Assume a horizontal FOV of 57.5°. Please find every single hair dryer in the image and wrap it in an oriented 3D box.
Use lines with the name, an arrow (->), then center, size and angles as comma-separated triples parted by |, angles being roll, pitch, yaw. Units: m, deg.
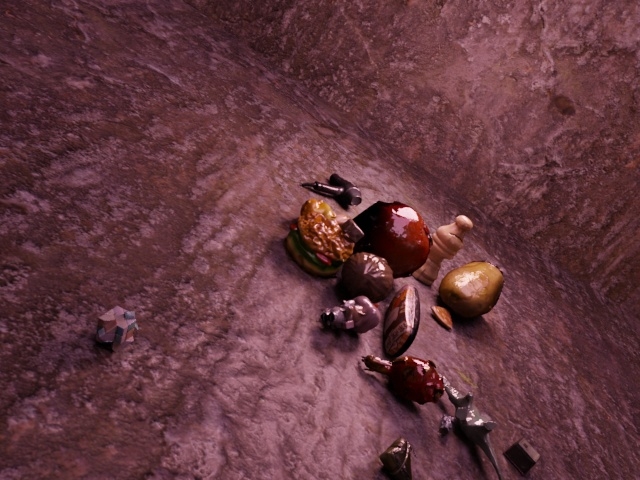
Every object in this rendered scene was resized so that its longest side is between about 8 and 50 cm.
hair dryer -> 0.031, -0.236, 2.456 | 0.271, 0.091, 0.235 | 11, 26, -34

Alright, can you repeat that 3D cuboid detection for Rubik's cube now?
Rubik's cube -> -0.418, 0.187, 1.209 | 0.073, 0.075, 0.084 | 22, 39, 9

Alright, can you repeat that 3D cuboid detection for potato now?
potato -> 0.568, 0.202, 2.258 | 0.266, 0.229, 0.229 | -19, 58, -41

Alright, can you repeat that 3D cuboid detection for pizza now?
pizza -> 0.452, 0.289, 2.145 | 0.100, 0.029, 0.099 | 11, 44, -37

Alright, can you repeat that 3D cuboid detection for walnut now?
walnut -> 0.149, 0.118, 1.882 | 0.178, 0.178, 0.230 | 42, 1, 13

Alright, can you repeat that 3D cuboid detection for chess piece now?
chess piece -> 0.472, 0.021, 2.288 | 0.124, 0.307, 0.139 | 21, 30, -28

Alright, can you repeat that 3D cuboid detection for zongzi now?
zongzi -> 0.204, 0.542, 1.400 | 0.119, 0.055, 0.109 | 55, 28, 12

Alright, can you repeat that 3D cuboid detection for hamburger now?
hamburger -> 0.000, 0.000, 1.942 | 0.237, 0.149, 0.237 | 27, 29, -16

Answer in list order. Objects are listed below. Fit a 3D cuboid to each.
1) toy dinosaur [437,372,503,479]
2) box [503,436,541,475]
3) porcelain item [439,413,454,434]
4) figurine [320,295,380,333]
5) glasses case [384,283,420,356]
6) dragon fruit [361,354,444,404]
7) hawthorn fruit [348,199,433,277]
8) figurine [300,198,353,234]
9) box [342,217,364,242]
toy dinosaur -> 0.435, 0.525, 1.618 | 0.393, 0.092, 0.205 | 58, -5, 23
box -> 0.592, 0.628, 1.704 | 0.060, 0.063, 0.085 | -4, 48, -53
porcelain item -> 0.354, 0.515, 1.641 | 0.036, 0.028, 0.083 | 6, 14, 23
figurine -> 0.101, 0.223, 1.734 | 0.229, 0.137, 0.112 | 1, 74, -44
glasses case -> 0.262, 0.250, 1.866 | 0.082, 0.122, 0.321 | 34, 26, -7
dragon fruit -> 0.229, 0.376, 1.642 | 0.246, 0.126, 0.125 | 17, -5, 5
hawthorn fruit -> 0.244, -0.010, 2.100 | 0.315, 0.316, 0.316 | 28, 27, -16
figurine -> 0.019, -0.076, 2.124 | 0.246, 0.131, 0.156 | 11, 1, -39
box -> 0.108, -0.034, 1.944 | 0.062, 0.045, 0.098 | 48, 6, -13
